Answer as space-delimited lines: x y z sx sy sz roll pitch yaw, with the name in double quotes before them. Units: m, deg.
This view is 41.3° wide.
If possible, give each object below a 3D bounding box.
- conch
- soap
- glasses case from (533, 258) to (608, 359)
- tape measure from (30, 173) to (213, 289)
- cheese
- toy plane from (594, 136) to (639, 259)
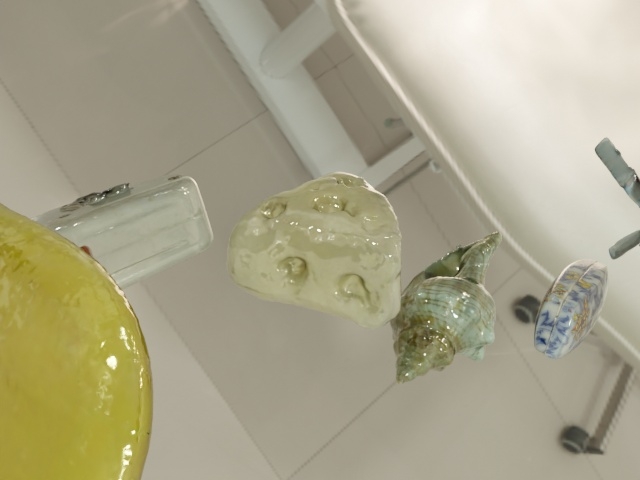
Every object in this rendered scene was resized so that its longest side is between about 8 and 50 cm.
"conch" 0.214 0.123 1.430 0.386 0.203 0.170 -32 114 -51
"soap" -0.300 0.133 0.786 0.115 0.427 0.306 22 93 -49
"glasses case" 0.316 0.078 1.056 0.248 0.065 0.087 -21 125 -60
"tape measure" -0.298 -0.004 1.162 0.258 0.265 0.130 -28 108 -38
"cheese" 0.000 -0.002 1.241 0.251 0.248 0.174 5 115 6
"toy plane" 0.276 -0.044 0.514 0.182 0.107 0.273 36 102 -32
